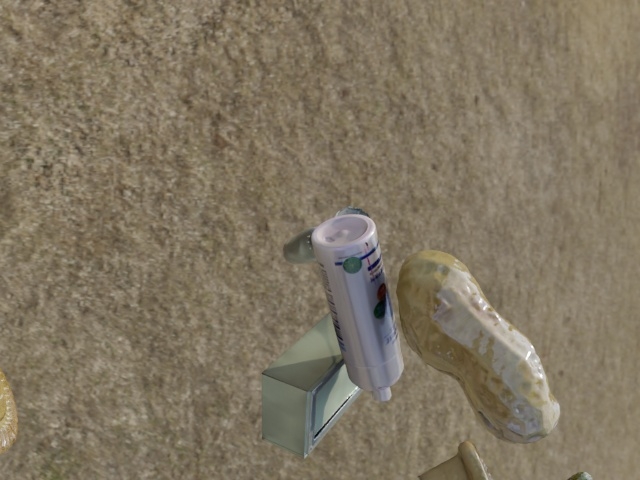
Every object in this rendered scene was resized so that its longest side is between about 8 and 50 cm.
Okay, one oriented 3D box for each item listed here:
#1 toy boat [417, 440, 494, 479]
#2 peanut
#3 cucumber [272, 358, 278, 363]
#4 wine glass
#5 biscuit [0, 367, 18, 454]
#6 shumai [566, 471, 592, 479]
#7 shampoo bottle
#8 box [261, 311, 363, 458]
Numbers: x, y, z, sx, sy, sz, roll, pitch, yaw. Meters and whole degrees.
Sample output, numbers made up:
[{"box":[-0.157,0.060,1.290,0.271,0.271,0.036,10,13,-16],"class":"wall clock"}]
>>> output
[{"box":[0.151,0.275,0.673,0.188,0.061,0.116,59,8,-40],"class":"toy boat"},{"box":[0.200,0.138,0.982,0.130,0.290,0.130,-34,159,-15],"class":"peanut"},{"box":[0.022,0.242,1.494,0.056,0.250,0.056,-8,90,-70],"class":"cucumber"},{"box":[0.000,0.000,1.296,0.074,0.262,0.074,5,78,-24],"class":"wine glass"},{"box":[-0.437,0.140,0.820,0.079,0.259,0.259,-35,124,-6],"class":"biscuit"},{"box":[0.364,0.368,0.951,0.184,0.184,0.142,13,48,-48],"class":"shumai"},{"box":[0.063,0.114,1.071,0.092,0.092,0.303,-40,128,-39],"class":"shampoo bottle"},{"box":[0.004,0.220,1.185,0.225,0.086,0.129,-37,137,-51],"class":"box"}]
